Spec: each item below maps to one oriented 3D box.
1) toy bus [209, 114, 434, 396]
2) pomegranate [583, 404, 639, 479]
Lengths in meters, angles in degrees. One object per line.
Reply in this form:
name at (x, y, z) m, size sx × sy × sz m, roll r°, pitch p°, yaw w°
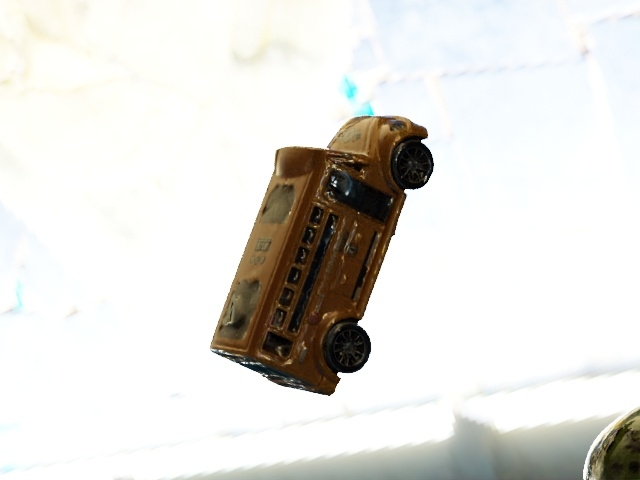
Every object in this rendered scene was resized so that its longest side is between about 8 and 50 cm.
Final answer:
toy bus at (0.000, 0.000, 1.243) m, size 0.083 × 0.088 × 0.194 m, roll 2°, pitch -110°, yaw 60°
pomegranate at (0.232, 0.139, 1.137) m, size 0.161 × 0.122 × 0.122 m, roll -39°, pitch -169°, yaw -18°
